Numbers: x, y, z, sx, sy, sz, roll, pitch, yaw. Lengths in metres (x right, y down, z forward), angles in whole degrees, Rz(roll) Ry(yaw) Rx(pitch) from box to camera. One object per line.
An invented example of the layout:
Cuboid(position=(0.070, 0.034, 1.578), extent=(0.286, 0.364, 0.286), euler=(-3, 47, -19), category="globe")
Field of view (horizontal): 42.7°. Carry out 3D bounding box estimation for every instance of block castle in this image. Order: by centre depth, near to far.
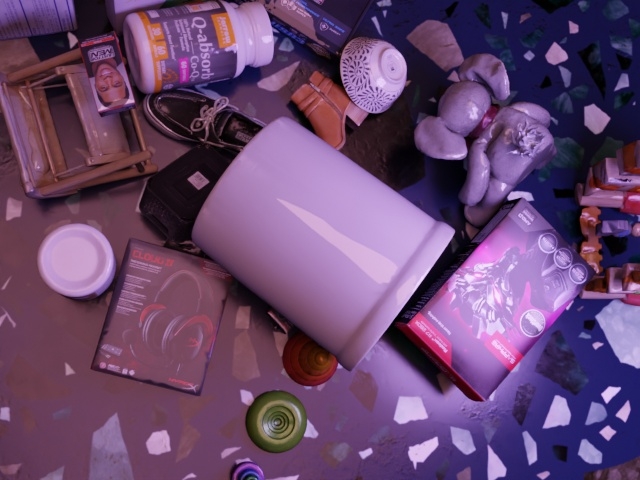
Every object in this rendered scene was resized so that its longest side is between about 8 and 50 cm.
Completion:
Cuboid(position=(0.701, -0.028, 1.676), extent=(0.212, 0.453, 0.303), euler=(1, 82, -4), category="block castle")

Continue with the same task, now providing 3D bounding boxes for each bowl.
Cuboid(position=(0.131, -0.364, 1.751), extent=(0.170, 0.080, 0.170), euler=(6, 80, -39), category="bowl")

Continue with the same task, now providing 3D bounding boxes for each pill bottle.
Cuboid(position=(-0.452, 0.046, 1.536), extent=(0.131, 0.229, 0.131), euler=(1, 83, -12), category="pill bottle")
Cuboid(position=(-0.247, -0.400, 1.665), extent=(0.278, 0.162, 0.162), euler=(-15, 86, -19), category="pill bottle")

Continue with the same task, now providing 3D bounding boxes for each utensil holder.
Cuboid(position=(0.000, 0.000, 1.536), extent=(0.385, 0.327, 0.327), euler=(36, 77, 6), category="utensil holder")

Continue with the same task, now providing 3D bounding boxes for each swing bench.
Cuboid(position=(-0.480, -0.232, 1.604), extent=(0.254, 0.165, 0.253), euler=(-16, 87, -8), category="swing bench")

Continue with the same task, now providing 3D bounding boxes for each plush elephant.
Cuboid(position=(0.343, -0.229, 1.732), extent=(0.272, 0.330, 0.255), euler=(-45, 75, -6), category="plush elephant")

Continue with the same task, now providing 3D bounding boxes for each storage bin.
Cuboid(position=(-0.256, -0.096, 1.629), extent=(0.122, 0.084, 0.180), euler=(43, 53, 6), category="storage bin")

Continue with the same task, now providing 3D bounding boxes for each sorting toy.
Cuboid(position=(-0.067, 0.344, 1.632), extent=(0.127, 0.126, 0.365), euler=(31, 77, -7), category="sorting toy")

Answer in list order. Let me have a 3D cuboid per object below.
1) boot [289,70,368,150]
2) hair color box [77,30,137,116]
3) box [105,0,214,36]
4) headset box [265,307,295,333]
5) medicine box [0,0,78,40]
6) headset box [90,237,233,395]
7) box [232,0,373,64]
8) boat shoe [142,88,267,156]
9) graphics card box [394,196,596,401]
Cuboid(position=(-0.007, -0.257, 1.750), extent=(0.152, 0.073, 0.197), euler=(39, 65, -6), category="boot")
Cuboid(position=(-0.395, -0.308, 1.518), extent=(0.072, 0.043, 0.141), euler=(-17, 86, -9), category="hair color box")
Cuboid(position=(-0.303, -0.509, 1.591), extent=(0.232, 0.322, 0.058), euler=(-24, 91, -13), category="box")
Cuboid(position=(-0.069, 0.150, 1.703), extent=(0.083, 0.032, 0.062), euler=(-42, 93, -15), category="headset box")
Cuboid(position=(-0.627, -0.496, 1.551), extent=(0.289, 0.263, 0.149), euler=(-11, 85, -13), category="medicine box")
Cuboid(position=(-0.304, 0.137, 1.616), extent=(0.218, 0.110, 0.293), euler=(17, 80, -9), category="headset box")
Cuboid(position=(-0.019, -0.585, 1.789), extent=(0.295, 0.073, 0.293), euler=(31, 79, -7), category="box")
Cuboid(position=(-0.218, -0.239, 1.684), extent=(0.306, 0.105, 0.113), euler=(27, 78, -7), category="boat shoe")
Cuboid(position=(0.363, 0.119, 1.691), extent=(0.233, 0.094, 0.371), euler=(45, 80, -5), category="graphics card box")
